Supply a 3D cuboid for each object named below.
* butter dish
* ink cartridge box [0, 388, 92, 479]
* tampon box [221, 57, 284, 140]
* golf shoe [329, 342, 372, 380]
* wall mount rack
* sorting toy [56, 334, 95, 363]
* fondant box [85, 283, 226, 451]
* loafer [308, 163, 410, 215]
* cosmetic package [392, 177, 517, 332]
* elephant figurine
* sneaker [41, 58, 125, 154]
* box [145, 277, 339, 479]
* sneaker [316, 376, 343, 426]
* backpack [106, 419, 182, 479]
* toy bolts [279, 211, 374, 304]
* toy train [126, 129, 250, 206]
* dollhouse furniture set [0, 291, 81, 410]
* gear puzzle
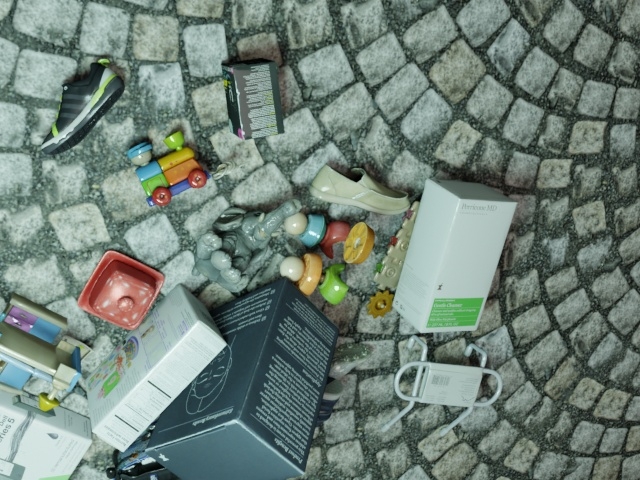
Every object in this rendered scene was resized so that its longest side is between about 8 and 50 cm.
[{"bbox_3d":[-0.450,0.130,1.677,0.159,0.118,0.160,30,94,-26],"label":"butter dish"},{"bbox_3d":[-0.700,0.465,1.690,0.272,0.115,0.198,32,94,-26],"label":"ink cartridge box"},{"bbox_3d":[-0.153,-0.318,1.644,0.101,0.120,0.161,-12,110,-17],"label":"tampon box"},{"bbox_3d":[0.054,0.334,1.971,0.176,0.069,0.086,-16,129,-10],"label":"golf shoe"},{"bbox_3d":[0.325,0.430,2.064,0.350,0.130,0.304,11,99,-23],"label":"wall mount rack"},{"bbox_3d":[-0.583,0.261,1.713,0.083,0.045,0.075,-46,109,-1],"label":"sorting toy"},{"bbox_3d":[-0.385,0.281,1.682,0.330,0.238,0.096,-45,117,-2],"label":"fondant box"},{"bbox_3d":[0.107,-0.127,1.813,0.268,0.102,0.092,8,110,-22],"label":"loafer"},{"bbox_3d":[0.337,0.039,1.880,0.196,0.155,0.366,0,114,-28],"label":"cosmetic package"},{"bbox_3d":[-0.176,-0.006,1.726,0.239,0.186,0.169,-50,156,-28],"label":"elephant figurine"},{"bbox_3d":[-0.518,-0.285,1.557,0.097,0.084,0.235,44,87,-2],"label":"sneaker"},{"bbox_3d":[-0.162,0.327,1.643,0.293,0.395,0.212,-25,121,34],"label":"box"},{"bbox_3d":[-0.068,0.404,1.924,0.226,0.086,0.163,22,130,3],"label":"sneaker"},{"bbox_3d":[-0.348,0.557,1.801,0.263,0.213,0.277,-24,120,-3],"label":"backpack"},{"bbox_3d":[0.000,0.000,1.738,0.158,0.228,0.218,21,121,-23],"label":"toy bolts"},{"bbox_3d":[-0.300,-0.185,1.652,0.248,0.105,0.143,-28,101,-10],"label":"toy train"},{"bbox_3d":[-0.679,0.247,1.525,0.286,0.303,0.198,33,93,-26],"label":"dollhouse furniture set"},{"bbox_3d":[0.223,0.061,1.951,0.175,0.044,0.339,21,102,-35],"label":"gear puzzle"}]
